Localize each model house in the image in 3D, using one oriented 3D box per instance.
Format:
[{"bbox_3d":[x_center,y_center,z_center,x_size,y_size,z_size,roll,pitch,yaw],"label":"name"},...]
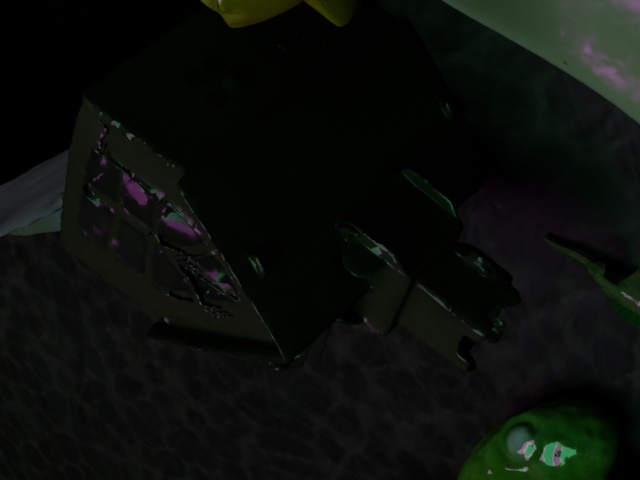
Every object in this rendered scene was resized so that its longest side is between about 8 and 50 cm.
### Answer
[{"bbox_3d":[0.000,0.000,0.808,0.243,0.211,0.204,36,141,16],"label":"model house"}]

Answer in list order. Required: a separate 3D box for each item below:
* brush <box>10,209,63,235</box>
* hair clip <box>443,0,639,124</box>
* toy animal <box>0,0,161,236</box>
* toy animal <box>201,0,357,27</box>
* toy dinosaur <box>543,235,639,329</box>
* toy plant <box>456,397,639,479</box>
[{"bbox_3d":[-0.190,-0.030,1.097,0.321,0.050,0.060,-5,121,46],"label":"brush"},{"bbox_3d":[0.142,-0.142,0.649,0.282,0.113,0.172,30,138,16],"label":"hair clip"},{"bbox_3d":[-0.257,-0.164,0.918,0.251,0.251,0.310,-33,87,51],"label":"toy animal"},{"bbox_3d":[-0.054,-0.212,0.657,0.230,0.156,0.156,63,146,21],"label":"toy animal"},{"bbox_3d":[0.182,0.032,0.810,0.119,0.029,0.060,25,150,30],"label":"toy dinosaur"},{"bbox_3d":[0.132,0.256,0.935,0.316,0.184,0.224,-43,70,41],"label":"toy plant"}]
